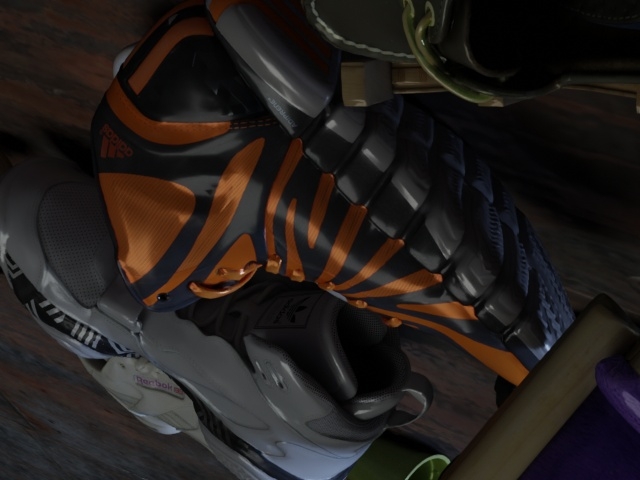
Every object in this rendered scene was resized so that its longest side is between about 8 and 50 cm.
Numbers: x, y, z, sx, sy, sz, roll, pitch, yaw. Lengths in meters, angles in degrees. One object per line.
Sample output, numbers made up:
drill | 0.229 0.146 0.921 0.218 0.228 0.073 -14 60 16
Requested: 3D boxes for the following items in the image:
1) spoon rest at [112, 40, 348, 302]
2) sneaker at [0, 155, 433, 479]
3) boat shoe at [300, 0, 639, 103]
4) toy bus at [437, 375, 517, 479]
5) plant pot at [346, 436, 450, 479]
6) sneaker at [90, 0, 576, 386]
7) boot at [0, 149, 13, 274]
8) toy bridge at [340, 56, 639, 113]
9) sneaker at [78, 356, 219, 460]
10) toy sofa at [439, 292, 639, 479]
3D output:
spoon rest | -0.017 -0.037 1.075 0.276 0.084 0.137 35 158 -17
sneaker | -0.079 0.043 1.274 0.366 0.137 0.210 42 145 -8
boat shoe | 0.088 -0.116 0.759 0.305 0.091 0.109 1 146 49
toy bus | 0.215 0.184 1.188 0.211 0.220 0.149 10 -154 -33
plant pot | 0.067 0.221 1.568 0.079 0.083 0.083 28 162 37
sneaker | 0.000 0.000 0.987 0.180 0.124 0.321 -39 106 23
boot | -0.297 -0.025 1.480 0.248 0.090 0.207 7 162 40
toy bridge | 0.100 -0.084 0.858 0.188 0.063 0.026 5 105 33
sneaker | -0.121 0.121 1.508 0.305 0.114 0.152 1 146 50
toy sofa | 0.234 0.199 0.861 0.362 0.150 0.177 39 -171 0
